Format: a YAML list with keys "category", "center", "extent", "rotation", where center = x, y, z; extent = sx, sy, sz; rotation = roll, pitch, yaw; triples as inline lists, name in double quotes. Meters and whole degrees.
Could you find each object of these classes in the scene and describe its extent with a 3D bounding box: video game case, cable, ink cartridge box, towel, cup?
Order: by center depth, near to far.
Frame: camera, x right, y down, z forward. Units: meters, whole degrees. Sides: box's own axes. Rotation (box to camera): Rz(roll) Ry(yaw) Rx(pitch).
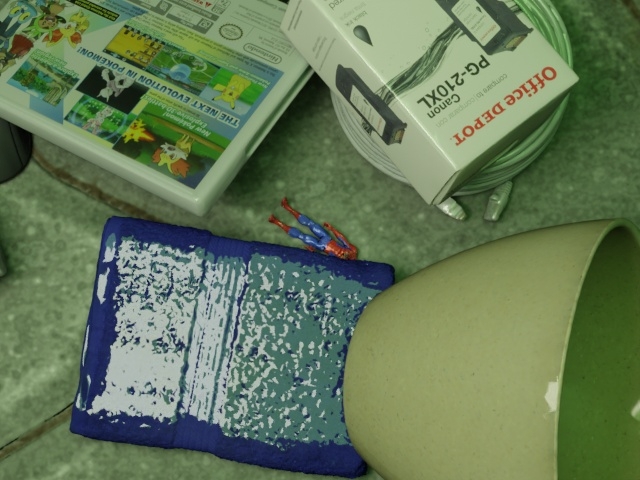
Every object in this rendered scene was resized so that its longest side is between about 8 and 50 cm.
- category: "cup"
  center: [0.161, 0.138, 1.234]
  extent: [0.237, 0.331, 0.331]
  rotation: [4, 76, 28]
- category: "ink cartridge box"
  center: [0.104, -0.180, 1.274]
  extent: [0.172, 0.100, 0.237]
  rotation: [-37, 83, -21]
- category: "towel"
  center: [-0.087, 0.109, 1.345]
  extent: [0.308, 0.076, 0.228]
  rotation: [10, 85, 2]
- category: "video game case"
  center: [-0.170, -0.205, 1.356]
  extent: [0.329, 0.036, 0.300]
  rotation: [26, 66, 20]
- category: "cable"
  center: [0.136, -0.178, 1.391]
  extent: [0.257, 0.089, 0.257]
  rotation: [31, 80, 7]

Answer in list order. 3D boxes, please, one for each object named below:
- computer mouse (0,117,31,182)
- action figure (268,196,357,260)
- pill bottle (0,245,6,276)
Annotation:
- category: "computer mouse"
  center: [-0.416, -0.180, 1.409]
  extent: [0.184, 0.060, 0.262]
  rotation: [-11, 78, -3]
- category: "action figure"
  center: [0.000, 0.000, 1.386]
  extent: [0.115, 0.030, 0.038]
  rotation: [35, 75, 5]
- category: "pill bottle"
  center: [-0.450, 0.035, 1.324]
  extent: [0.245, 0.136, 0.136]
  rotation: [-22, 79, -5]
